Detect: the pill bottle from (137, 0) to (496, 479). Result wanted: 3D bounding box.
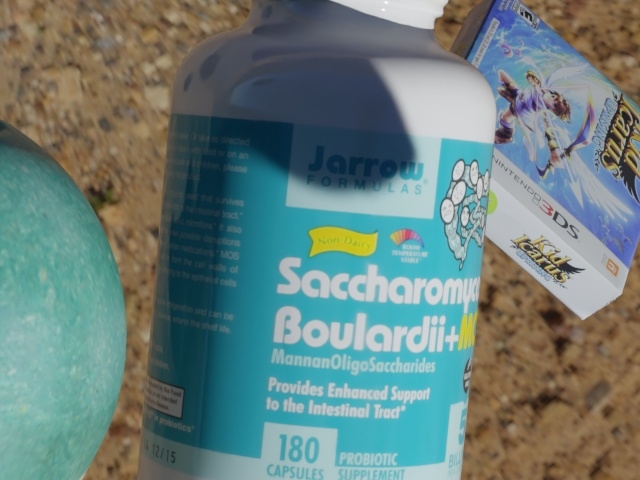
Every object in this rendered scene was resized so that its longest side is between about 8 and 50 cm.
[{"bbox_3d":[0.000,0.000,0.766,0.146,0.146,0.264,4,94,-14],"label":"pill bottle"}]

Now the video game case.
[{"bbox_3d":[0.217,-0.093,1.685,0.244,0.269,0.061,41,132,-12],"label":"video game case"}]

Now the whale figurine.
[{"bbox_3d":[-0.172,-0.008,0.601,0.216,0.272,0.141,17,110,-43],"label":"whale figurine"}]
